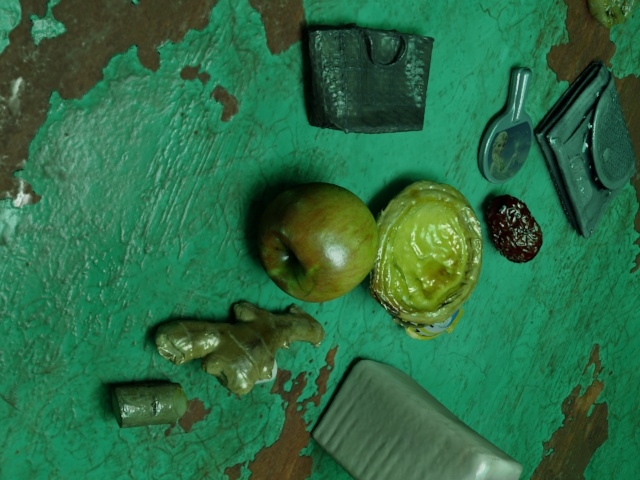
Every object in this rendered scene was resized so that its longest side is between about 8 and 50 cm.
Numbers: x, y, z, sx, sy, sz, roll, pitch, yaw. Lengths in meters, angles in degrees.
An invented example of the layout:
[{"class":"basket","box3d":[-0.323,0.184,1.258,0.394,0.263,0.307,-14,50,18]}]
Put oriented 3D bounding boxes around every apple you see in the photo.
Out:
[{"class":"apple","box3d":[0.000,0.000,1.463,0.196,0.196,0.195,-19,120,-35]}]

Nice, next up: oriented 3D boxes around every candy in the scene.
[{"class":"candy","box3d":[0.166,0.385,1.668,0.145,0.359,0.208,33,92,-45]}]

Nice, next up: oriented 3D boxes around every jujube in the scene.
[{"class":"jujube","box3d":[0.395,-0.029,1.863,0.104,0.104,0.166,-43,130,-18]}]

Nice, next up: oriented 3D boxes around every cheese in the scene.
[{"class":"cheese","box3d":[0.193,0.104,1.768,0.250,0.064,0.156,37,81,-32]}]

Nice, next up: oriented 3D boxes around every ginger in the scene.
[{"class":"ginger","box3d":[-0.112,0.166,1.499,0.334,0.148,0.081,-14,147,-45]}]

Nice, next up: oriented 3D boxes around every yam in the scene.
[{"class":"yam","box3d":[-0.263,0.254,1.426,0.147,0.070,0.069,5,106,-42]}]

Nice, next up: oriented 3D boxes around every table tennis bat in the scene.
[{"class":"table tennis bat","box3d":[0.375,-0.223,1.801,0.149,0.038,0.237,-10,118,-38]}]

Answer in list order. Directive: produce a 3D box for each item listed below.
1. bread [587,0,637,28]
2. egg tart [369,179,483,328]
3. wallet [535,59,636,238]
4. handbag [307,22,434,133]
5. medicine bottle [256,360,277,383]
[{"class":"bread","box3d":[0.586,-0.504,1.838,0.117,0.064,0.156,-43,130,-17]},{"class":"egg tart","box3d":[0.182,0.025,1.674,0.279,0.095,0.278,-2,93,-33]},{"class":"wallet","box3d":[0.594,-0.189,1.987,0.237,0.075,0.342,-49,133,-17]},{"class":"handbag","box3d":[0.082,-0.262,1.495,0.270,0.089,0.175,-6,106,-40]},{"class":"medicine bottle","box3d":[-0.120,0.217,1.547,0.089,0.052,0.052,-4,111,-41]}]
